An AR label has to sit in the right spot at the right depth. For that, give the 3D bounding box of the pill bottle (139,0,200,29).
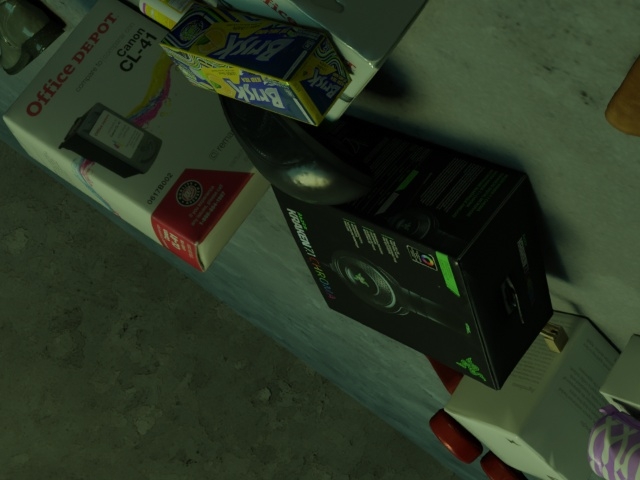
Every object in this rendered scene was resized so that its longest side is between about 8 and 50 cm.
[{"bbox_3d":[-0.163,-0.261,1.056,0.083,0.043,0.043,33,166,10],"label":"pill bottle"}]

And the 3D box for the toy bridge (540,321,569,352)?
[{"bbox_3d":[0.230,0.091,1.203,0.188,0.026,0.063,22,158,45],"label":"toy bridge"}]

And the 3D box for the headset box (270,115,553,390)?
[{"bbox_3d":[0.118,0.015,1.061,0.283,0.131,0.246,24,152,36],"label":"headset box"}]

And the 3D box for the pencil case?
[{"bbox_3d":[0.391,0.250,1.011,0.206,0.086,0.088,10,113,56],"label":"pencil case"}]

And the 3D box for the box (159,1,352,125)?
[{"bbox_3d":[-0.058,-0.153,0.786,0.169,0.054,0.059,23,161,39],"label":"box"}]

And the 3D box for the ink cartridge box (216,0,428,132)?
[{"bbox_3d":[-0.011,-0.196,0.829,0.153,0.087,0.208,37,167,-6],"label":"ink cartridge box"}]

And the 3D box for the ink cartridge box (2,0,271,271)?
[{"bbox_3d":[-0.213,-0.139,1.199,0.306,0.226,0.131,33,165,7],"label":"ink cartridge box"}]

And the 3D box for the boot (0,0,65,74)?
[{"bbox_3d":[-0.509,-0.364,1.486,0.161,0.083,0.246,48,157,-20],"label":"boot"}]

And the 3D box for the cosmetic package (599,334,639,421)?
[{"bbox_3d":[0.544,0.259,1.036,0.284,0.097,0.377,47,162,-31],"label":"cosmetic package"}]

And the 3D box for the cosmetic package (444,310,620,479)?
[{"bbox_3d":[0.299,0.207,1.239,0.151,0.183,0.151,43,164,-27],"label":"cosmetic package"}]

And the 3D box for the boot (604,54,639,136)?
[{"bbox_3d":[0.295,-0.068,0.531,0.264,0.096,0.280,30,166,19],"label":"boot"}]

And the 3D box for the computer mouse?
[{"bbox_3d":[-0.045,-0.112,0.978,0.188,0.072,0.272,24,-161,-48],"label":"computer mouse"}]

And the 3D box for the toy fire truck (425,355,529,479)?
[{"bbox_3d":[0.309,0.296,1.625,0.302,0.169,0.254,40,-171,-17],"label":"toy fire truck"}]
